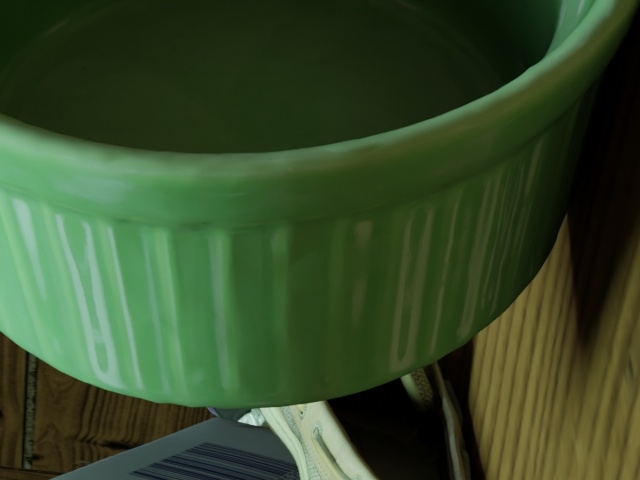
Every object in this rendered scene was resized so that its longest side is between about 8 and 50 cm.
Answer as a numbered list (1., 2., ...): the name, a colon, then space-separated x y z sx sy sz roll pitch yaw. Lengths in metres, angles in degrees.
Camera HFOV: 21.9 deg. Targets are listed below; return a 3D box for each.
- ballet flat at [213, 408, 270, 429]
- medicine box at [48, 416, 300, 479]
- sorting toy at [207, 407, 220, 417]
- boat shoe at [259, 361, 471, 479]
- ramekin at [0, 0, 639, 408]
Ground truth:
1. ballet flat: -0.028 0.136 1.418 0.280 0.095 0.096 136 125 -63
2. medicine box: -0.085 0.292 1.104 0.263 0.149 0.289 -12 -68 -66
3. sorting toy: -0.042 0.015 1.573 0.126 0.127 0.365 -93 20 -76
4. boat shoe: 0.027 0.082 0.895 0.302 0.109 0.098 -100 22 -58
5. ramekin: -0.031 -0.079 0.651 0.148 0.303 0.303 90 -178 -46
